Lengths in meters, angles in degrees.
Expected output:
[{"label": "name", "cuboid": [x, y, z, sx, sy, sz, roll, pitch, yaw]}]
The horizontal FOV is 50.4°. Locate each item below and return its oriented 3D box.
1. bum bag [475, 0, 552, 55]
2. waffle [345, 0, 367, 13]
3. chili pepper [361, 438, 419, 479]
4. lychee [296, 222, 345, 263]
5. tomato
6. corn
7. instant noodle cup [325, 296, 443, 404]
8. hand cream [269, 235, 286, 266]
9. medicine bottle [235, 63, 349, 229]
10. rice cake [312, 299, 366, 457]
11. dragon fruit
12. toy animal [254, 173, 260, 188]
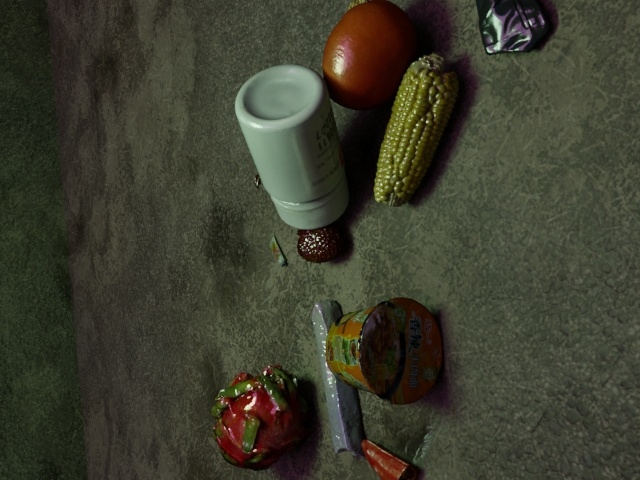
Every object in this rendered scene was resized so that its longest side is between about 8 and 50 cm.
[{"label": "bum bag", "cuboid": [0.356, -0.507, 1.376, 0.137, 0.074, 0.310, -27, 69, 34]}, {"label": "waffle", "cuboid": [0.092, -0.567, 1.716, 0.078, 0.016, 0.085, -12, 80, 52]}, {"label": "chili pepper", "cuboid": [0.150, 0.518, 1.596, 0.169, 0.065, 0.088, 29, 110, 49]}, {"label": "lychee", "cuboid": [-0.001, 0.002, 1.734, 0.129, 0.123, 0.123, 40, 118, 34]}, {"label": "tomato", "cuboid": [0.117, -0.409, 1.536, 0.180, 0.260, 0.260, 33, 118, 11]}, {"label": "corn", "cuboid": [0.207, -0.240, 1.502, 0.130, 0.130, 0.347, 36, 118, 43]}, {"label": "instant noodle cup", "cuboid": [0.129, 0.242, 1.519, 0.182, 0.230, 0.230, -11, 81, 58]}, {"label": "hand cream", "cuboid": [-0.123, 0.034, 1.943, 0.102, 0.022, 0.035, 61, 138, 35]}, {"label": "medicine bottle", "cuboid": [-0.053, -0.207, 1.592, 0.211, 0.211, 0.371, 52, 168, 35]}, {"label": "rice cake", "cuboid": [0.041, 0.347, 1.713, 0.064, 0.070, 0.399, -26, 69, 49]}, {"label": "dragon fruit", "cuboid": [-0.163, 0.468, 1.815, 0.237, 0.231, 0.303, 39, 124, 33]}, {"label": "toy animal", "cuboid": [-0.086, -0.251, 1.858, 0.243, 0.087, 0.260, 14, 97, 49]}]
